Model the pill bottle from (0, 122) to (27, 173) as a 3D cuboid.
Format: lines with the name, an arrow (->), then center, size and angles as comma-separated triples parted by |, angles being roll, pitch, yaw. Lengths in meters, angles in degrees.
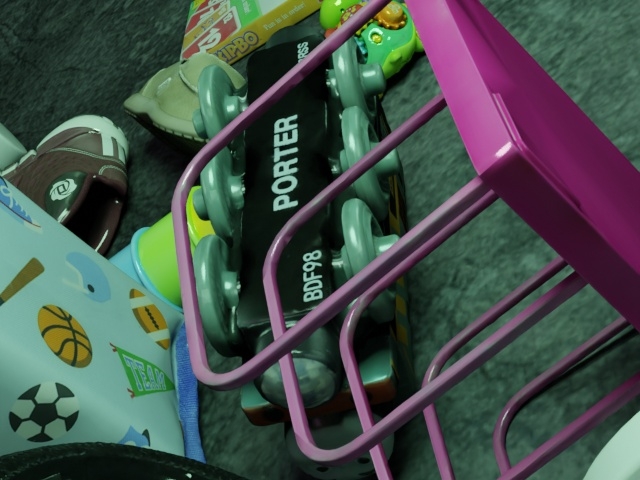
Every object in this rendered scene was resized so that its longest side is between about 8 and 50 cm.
pill bottle -> -0.466, -0.038, 1.560 | 0.272, 0.152, 0.152 | -47, 31, -1

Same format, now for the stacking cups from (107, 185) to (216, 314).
stacking cups -> -0.145, 0.045, 1.164 | 0.316, 0.096, 0.096 | -37, 33, 26

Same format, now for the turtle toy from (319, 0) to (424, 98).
turtle toy -> 0.040, -0.181, 1.200 | 0.095, 0.066, 0.130 | -45, 32, 3

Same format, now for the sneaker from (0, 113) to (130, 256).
sneaker -> -0.303, -0.001, 1.375 | 0.281, 0.106, 0.162 | -40, 35, 10

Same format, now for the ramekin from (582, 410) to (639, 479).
ramekin -> 0.211, 0.131, 0.527 | 0.207, 0.207, 0.109 | -33, 43, 21

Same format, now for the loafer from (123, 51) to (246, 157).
loafer -> -0.105, -0.123, 1.275 | 0.092, 0.102, 0.268 | -56, 32, -4

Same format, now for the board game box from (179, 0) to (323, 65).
board game box -> -0.037, -0.264, 1.419 | 0.259, 0.039, 0.124 | -26, 38, 26

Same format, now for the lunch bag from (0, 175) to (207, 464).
lunch bag -> -0.332, 0.130, 1.044 | 0.385, 0.328, 0.239 | -37, 31, 21

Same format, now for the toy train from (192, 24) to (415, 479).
toy train -> 0.000, 0.000, 0.930 | 0.142, 0.190, 0.334 | -15, 43, 11

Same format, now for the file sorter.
file sorter -> 0.089, 0.041, 0.687 | 0.182, 0.290, 0.202 | -39, 32, 18

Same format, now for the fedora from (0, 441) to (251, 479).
fedora -> -0.098, 0.253, 0.759 | 0.334, 0.334, 0.153 | -130, 51, -58
